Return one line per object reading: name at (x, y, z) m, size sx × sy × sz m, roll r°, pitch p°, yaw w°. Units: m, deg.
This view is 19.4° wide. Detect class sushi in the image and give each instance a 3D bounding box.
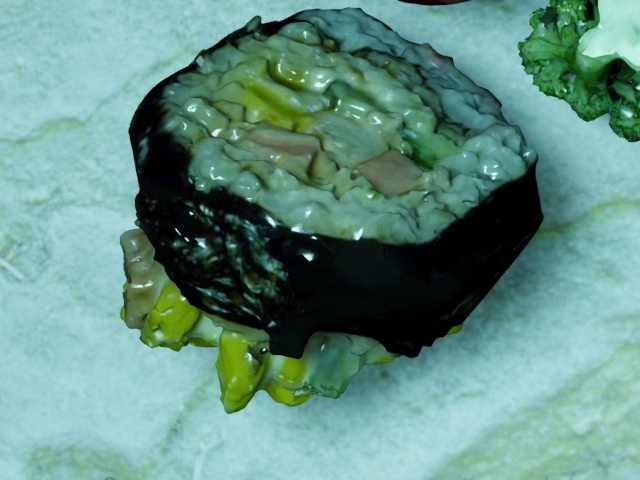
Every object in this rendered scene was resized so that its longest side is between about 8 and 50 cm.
sushi at (0.000, 0.000, 1.580) m, size 0.329 × 0.328 × 0.285 m, roll 29°, pitch 128°, yaw 19°

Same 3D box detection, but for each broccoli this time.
broccoli at (0.295, -0.192, 1.521) m, size 0.294 × 0.245 × 0.265 m, roll -25°, pitch 91°, yaw 22°

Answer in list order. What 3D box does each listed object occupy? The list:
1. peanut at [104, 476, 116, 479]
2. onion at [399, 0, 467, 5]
peanut at (-0.220, 0.255, 1.757) m, size 0.037 × 0.037 × 0.083 m, roll 41°, pitch 98°, yaw 23°
onion at (0.121, -0.341, 1.585) m, size 0.314 × 0.232 × 0.314 m, roll -26°, pitch 56°, yaw 47°
